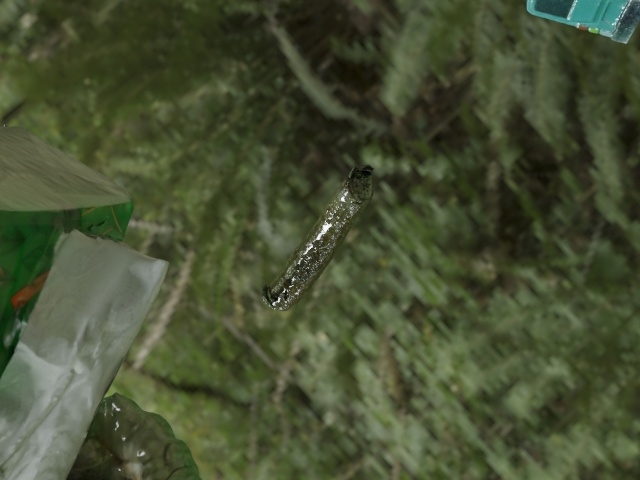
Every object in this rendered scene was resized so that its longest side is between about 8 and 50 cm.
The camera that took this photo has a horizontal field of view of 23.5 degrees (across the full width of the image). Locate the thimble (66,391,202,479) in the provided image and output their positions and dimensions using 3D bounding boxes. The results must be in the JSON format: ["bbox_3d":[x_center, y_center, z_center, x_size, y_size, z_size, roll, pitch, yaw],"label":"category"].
[{"bbox_3d":[-0.191,0.185,1.027,0.219,0.150,0.219,19,-166,-5],"label":"thimble"}]

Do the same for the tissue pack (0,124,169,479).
[{"bbox_3d":[-0.179,0.063,0.790,0.156,0.209,0.148,29,-166,23],"label":"tissue pack"}]

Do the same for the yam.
[{"bbox_3d":[0.000,0.000,1.020,0.027,0.033,0.129,53,135,20],"label":"yam"}]

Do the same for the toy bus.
[{"bbox_3d":[0.313,-0.360,1.655,0.147,0.256,0.128,15,165,3],"label":"toy bus"}]
